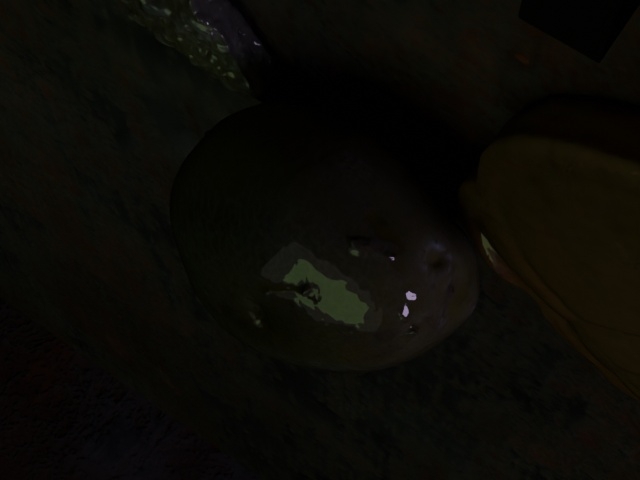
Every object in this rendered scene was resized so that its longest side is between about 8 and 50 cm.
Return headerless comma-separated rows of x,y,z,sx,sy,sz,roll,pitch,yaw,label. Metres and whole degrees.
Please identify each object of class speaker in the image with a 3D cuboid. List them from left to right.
0.117,-0.135,0.680,0.046,0.040,0.191,31,162,10,speaker

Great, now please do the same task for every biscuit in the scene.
-0.117,-0.176,1.053,0.133,0.032,0.250,25,161,39,biscuit
0.231,0.057,0.941,0.351,0.057,0.312,46,162,-28,biscuit

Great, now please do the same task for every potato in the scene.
0.000,0.000,1.074,0.178,0.160,0.235,14,-170,-40,potato
